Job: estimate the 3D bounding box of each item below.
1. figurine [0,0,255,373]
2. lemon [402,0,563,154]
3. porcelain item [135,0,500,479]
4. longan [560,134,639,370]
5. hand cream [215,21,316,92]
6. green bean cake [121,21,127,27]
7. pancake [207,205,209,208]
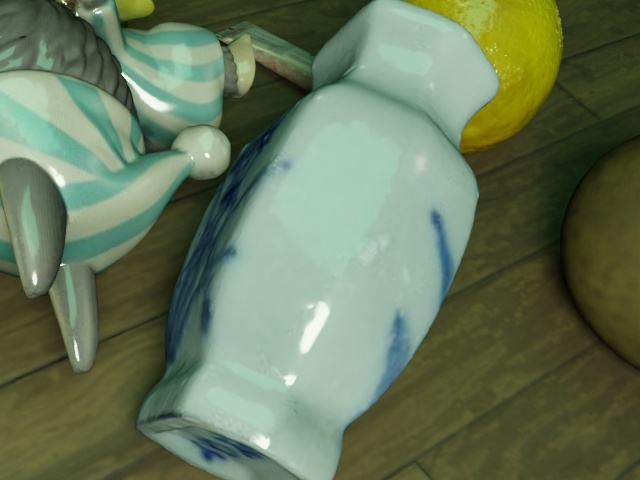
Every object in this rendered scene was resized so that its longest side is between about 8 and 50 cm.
[{"bbox_3d":[-0.221,-0.047,0.897,0.361,0.266,0.377,8,60,-37],"label":"figurine"},{"bbox_3d":[0.167,-0.228,1.167,0.236,0.236,0.263,0,71,-19],"label":"lemon"},{"bbox_3d":[0.000,0.000,0.840,0.178,0.242,0.405,34,64,-15],"label":"porcelain item"},{"bbox_3d":[0.368,0.013,0.992,0.258,0.258,0.258,10,45,-10],"label":"longan"},{"bbox_3d":[-0.032,-0.216,1.223,0.210,0.043,0.067,32,43,20],"label":"hand cream"},{"bbox_3d":[-0.375,-0.330,1.121,0.300,0.169,0.308,1,47,-21],"label":"green bean cake"},{"bbox_3d":[0.002,0.003,1.021,0.254,0.037,0.253,10,45,-11],"label":"pancake"}]
